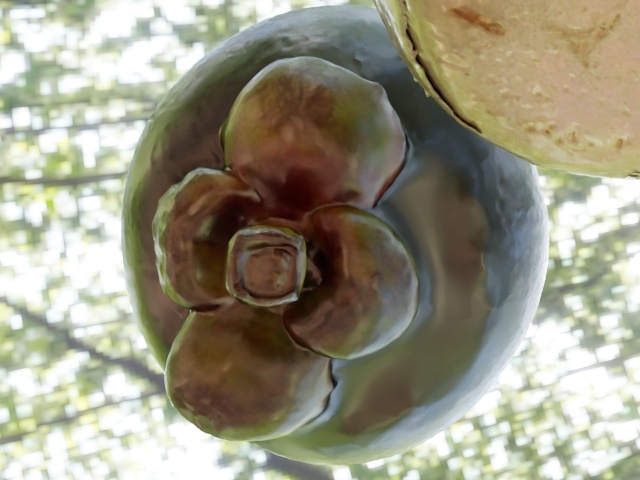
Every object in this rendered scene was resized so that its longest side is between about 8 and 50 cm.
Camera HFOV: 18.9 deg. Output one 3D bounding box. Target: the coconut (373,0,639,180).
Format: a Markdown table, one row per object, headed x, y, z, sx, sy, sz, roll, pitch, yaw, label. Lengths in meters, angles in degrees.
| x | y | z | sx | sy | sz | roll | pitch | yaw | label |
| --- | --- | --- | --- | --- | --- | --- | --- | --- | --- |
| 0.136 | -0.141 | 0.777 | 0.224 | 0.234 | 0.224 | 11 | -52 | 14 | coconut |

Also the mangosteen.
| x | y | z | sx | sy | sz | roll | pitch | yaw | label |
| --- | --- | --- | --- | --- | --- | --- | --- | --- | --- |
| 0.000 | 0.000 | 1.117 | 0.275 | 0.302 | 0.275 | 1 | -85 | 14 | mangosteen |
